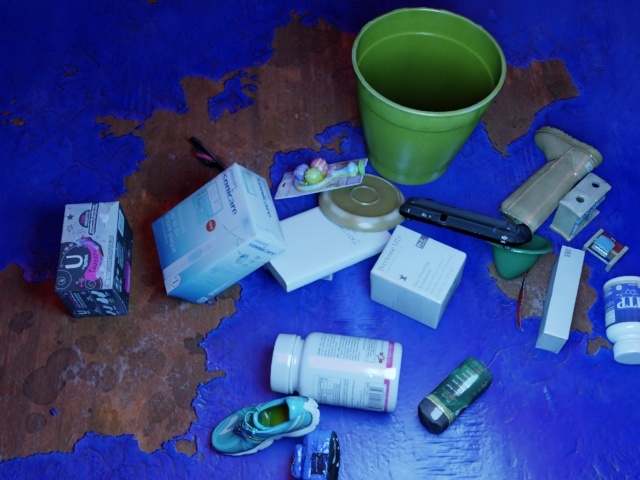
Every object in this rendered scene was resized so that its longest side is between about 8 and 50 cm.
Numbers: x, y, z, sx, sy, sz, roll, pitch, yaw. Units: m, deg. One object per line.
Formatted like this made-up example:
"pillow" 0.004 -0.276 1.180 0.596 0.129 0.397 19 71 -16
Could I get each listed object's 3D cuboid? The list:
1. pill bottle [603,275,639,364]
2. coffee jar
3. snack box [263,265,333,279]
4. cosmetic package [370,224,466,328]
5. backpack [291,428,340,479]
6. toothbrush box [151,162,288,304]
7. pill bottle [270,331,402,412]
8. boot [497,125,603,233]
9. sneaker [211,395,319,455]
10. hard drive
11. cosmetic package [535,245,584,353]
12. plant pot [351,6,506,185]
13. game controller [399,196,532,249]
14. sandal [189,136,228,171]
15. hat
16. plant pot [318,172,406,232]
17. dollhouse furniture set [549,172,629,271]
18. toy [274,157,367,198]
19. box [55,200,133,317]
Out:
"pill bottle" 0.725 0.188 1.787 0.112 0.112 0.186 4 62 5
"coffee jar" 0.301 0.351 1.728 0.184 0.096 0.079 -39 63 -18
"snack box" -0.058 0.066 1.922 0.178 0.064 0.022 9 63 8
"cosmetic package" 0.232 0.088 1.845 0.184 0.151 0.151 24 64 15
"backpack" -0.008 0.473 1.677 0.101 0.098 0.120 5 62 10
"toothbrush box" -0.250 -0.012 1.865 0.296 0.126 0.216 -31 59 23
"pill bottle" 0.037 0.294 1.737 0.283 0.160 0.160 7 62 6
"boot" 0.563 -0.164 1.995 0.269 0.089 0.236 -44 33 -3
"sneaker" -0.137 0.397 1.681 0.275 0.110 0.107 -26 62 24
"hard drive" 0.000 0.000 1.913 0.308 0.040 0.203 -22 49 -23
"cosmetic package" 0.575 0.141 1.830 0.061 0.099 0.238 16 64 9
"plant pot" 0.251 -0.335 1.953 0.367 0.353 0.366 1 56 -2
"game controller" 0.358 -0.045 1.889 0.319 0.166 0.067 19 98 30
"sandal" -0.307 -0.223 2.098 0.040 0.067 0.179 -45 70 -7
"hat" 0.475 0.086 1.905 0.173 0.183 0.209 17 21 31
"plant pot" 0.113 -0.108 1.981 0.237 0.032 0.236 4 42 -4
"dollhouse furniture set" 0.697 -0.047 1.908 0.129 0.129 0.184 -40 65 -18
"toy" -0.002 -0.180 1.999 0.238 0.056 0.136 -6 33 16
"box" -0.560 0.047 1.902 0.142 0.163 0.247 -4 61 -1
